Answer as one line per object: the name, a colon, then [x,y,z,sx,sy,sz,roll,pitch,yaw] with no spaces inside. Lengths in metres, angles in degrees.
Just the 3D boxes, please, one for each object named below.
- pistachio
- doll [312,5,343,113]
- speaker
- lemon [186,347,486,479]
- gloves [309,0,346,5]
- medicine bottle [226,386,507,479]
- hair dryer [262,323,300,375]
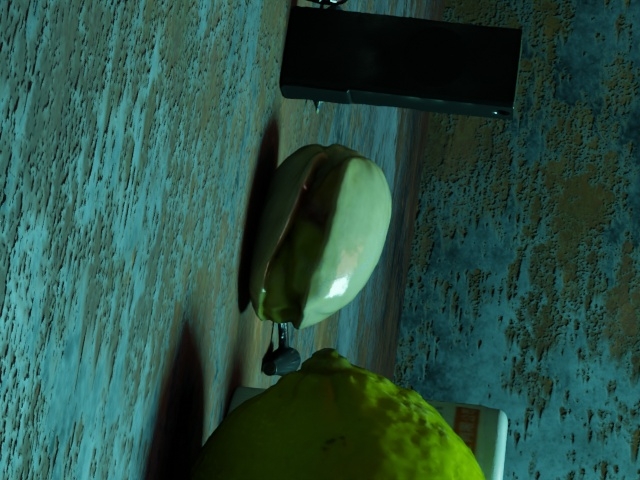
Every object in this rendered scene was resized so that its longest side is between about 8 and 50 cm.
pistachio: [0.000,0.000,1.790,0.145,0.117,0.200,97,5,-52]
doll: [0.007,-0.190,2.042,0.037,0.027,0.125,101,-1,-66]
speaker: [0.076,-0.164,1.832,0.044,0.218,0.082,67,31,-74]
lemon: [0.014,0.244,1.528,0.268,0.268,0.321,-65,165,-70]
gloves: [0.011,-0.329,1.638,0.135,0.107,0.268,-128,-148,-53]
medicine bottle: [0.039,0.208,1.768,0.144,0.252,0.144,4,90,-83]
hair dryer: [-0.043,0.096,1.971,0.079,0.031,0.083,-9,92,-74]
